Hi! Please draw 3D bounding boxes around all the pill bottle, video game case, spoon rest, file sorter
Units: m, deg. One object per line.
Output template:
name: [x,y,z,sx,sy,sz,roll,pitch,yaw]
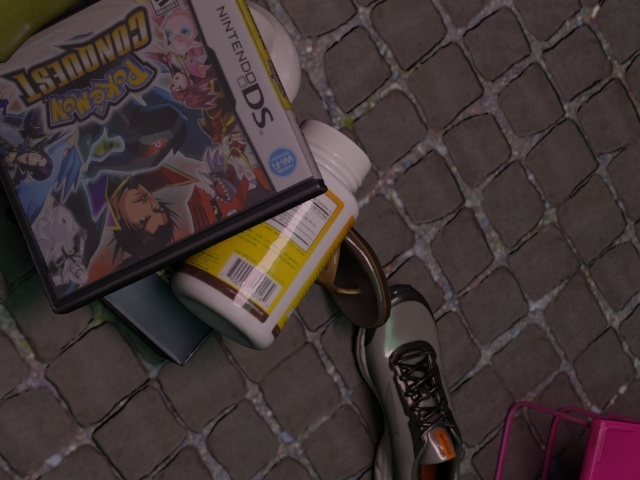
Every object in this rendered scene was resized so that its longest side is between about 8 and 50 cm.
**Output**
pill bottle: [-0.042,-0.009,1.508,0.117,0.117,0.215,42,74,-27]
video game case: [-0.165,-0.101,1.408,0.275,0.035,0.248,-25,83,11]
spoon rest: [-0.092,-0.231,1.494,0.137,0.084,0.276,1,66,-16]
file sorter: [0.364,0.300,1.804,0.291,0.182,0.202,10,93,-29]

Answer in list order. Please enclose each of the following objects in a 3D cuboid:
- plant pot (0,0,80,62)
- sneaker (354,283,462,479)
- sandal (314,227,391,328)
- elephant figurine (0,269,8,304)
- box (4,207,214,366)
plant pot: [-0.253,-0.354,1.308,0.366,0.366,0.353,41,88,-27]
sneaker: [0.109,0.179,1.691,0.100,0.108,0.271,-13,101,-25]
sandal: [0.000,0.000,1.613,0.060,0.090,0.219,-35,109,-34]
elephant figurine: [-0.353,-0.036,1.368,0.186,0.169,0.239,-14,99,-33]
box: [-0.166,-0.017,1.539,0.183,0.059,0.232,-50,117,-14]
